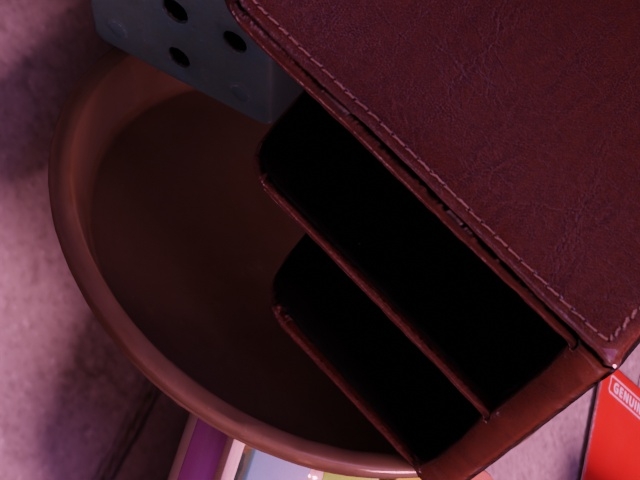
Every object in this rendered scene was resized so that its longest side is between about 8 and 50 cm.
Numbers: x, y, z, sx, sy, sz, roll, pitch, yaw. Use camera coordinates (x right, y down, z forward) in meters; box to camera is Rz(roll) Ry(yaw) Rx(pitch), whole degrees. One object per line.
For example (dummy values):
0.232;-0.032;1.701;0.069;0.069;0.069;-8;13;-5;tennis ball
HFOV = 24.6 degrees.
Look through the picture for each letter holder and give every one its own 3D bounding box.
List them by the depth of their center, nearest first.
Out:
0.098;-0.079;0.653;0.214;0.152;0.302;46;57;6;letter holder

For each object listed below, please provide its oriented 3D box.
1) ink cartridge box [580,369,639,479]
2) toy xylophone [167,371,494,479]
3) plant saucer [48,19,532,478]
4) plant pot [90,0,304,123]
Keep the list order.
0.271;0.249;1.047;0.275;0.060;0.238;39;57;-36;ink cartridge box
0.016;0.214;0.755;0.323;0.081;0.236;29;62;-40;toy xylophone
0.000;0.000;0.717;0.278;0.041;0.277;16;46;-17;plant saucer
-0.005;-0.184;0.717;0.234;0.165;0.165;-53;162;-27;plant pot
